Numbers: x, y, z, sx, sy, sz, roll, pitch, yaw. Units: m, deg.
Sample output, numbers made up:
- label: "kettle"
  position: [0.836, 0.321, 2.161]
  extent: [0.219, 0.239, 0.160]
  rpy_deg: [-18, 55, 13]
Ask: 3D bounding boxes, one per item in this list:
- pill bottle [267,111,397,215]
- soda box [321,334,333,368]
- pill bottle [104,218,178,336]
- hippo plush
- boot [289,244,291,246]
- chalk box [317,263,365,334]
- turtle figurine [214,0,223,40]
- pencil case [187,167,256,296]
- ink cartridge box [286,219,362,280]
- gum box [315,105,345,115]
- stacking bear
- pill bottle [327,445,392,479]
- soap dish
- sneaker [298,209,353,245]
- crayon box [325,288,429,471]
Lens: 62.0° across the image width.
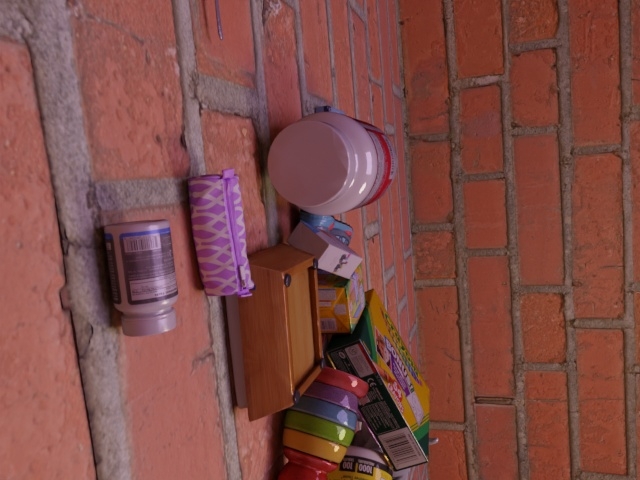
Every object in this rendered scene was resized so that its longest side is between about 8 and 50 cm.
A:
- label: "pill bottle"
  position: [0.036, -0.177, 1.240]
  extent: [0.408, 0.229, 0.228]
  rpy_deg: [-23, 109, -71]
- label: "soda box"
  position: [0.000, 0.315, 1.324]
  extent: [0.058, 0.063, 0.183]
  rpy_deg: [-72, 152, -49]
- label: "pill bottle"
  position: [-0.220, 0.045, 0.662]
  extent: [0.078, 0.078, 0.137]
  rpy_deg: [-24, 111, -71]
- label: "hippo plush"
  position: [0.154, 0.618, 1.596]
  extent: [0.236, 0.235, 0.294]
  rpy_deg: [-120, -134, -64]
- label: "boot"
  position: [-0.054, 0.104, 1.174]
  extent: [0.086, 0.069, 0.189]
  rpy_deg: [-26, 109, -75]
- label: "chalk box"
  position: [0.035, 0.130, 1.352]
  extent: [0.213, 0.133, 0.131]
  rpy_deg: [-52, 137, -65]
- label: "turtle figurine"
  position: [-0.110, -0.541, 0.903]
  extent: [0.266, 0.198, 0.274]
  rpy_deg: [64, 25, -42]
- label: "pencil case"
  position: [-0.157, -0.008, 0.847]
  extent: [0.086, 0.088, 0.205]
  rpy_deg: [-16, 102, -34]
- label: "ink cartridge box"
  position: [0.021, 0.026, 1.206]
  extent: [0.061, 0.104, 0.181]
  rpy_deg: [-55, 144, 8]
- label: "gum box"
  position: [0.037, -0.307, 1.566]
  extent: [0.184, 0.041, 0.156]
  rpy_deg: [-26, 113, -71]
- label: "stacking bear"
  position: [-0.012, 0.424, 1.130]
  extent: [0.164, 0.176, 0.288]
  rpy_deg: [105, 3, -68]
- label: "pill bottle"
  position: [0.071, 0.689, 1.285]
  extent: [0.187, 0.188, 0.333]
  rpy_deg: [67, 26, -47]
- label: "soap dish"
  position: [-0.078, 0.162, 1.018]
  extent: [0.229, 0.118, 0.290]
  rpy_deg: [-23, 110, -71]
- label: "sneaker"
  position: [0.000, 0.000, 1.362]
  extent: [0.262, 0.104, 0.125]
  rpy_deg: [23, 81, -64]
- label: "crayon box"
  position: [0.167, 0.352, 1.409]
  extent: [0.362, 0.106, 0.313]
  rpy_deg: [61, 20, -10]
